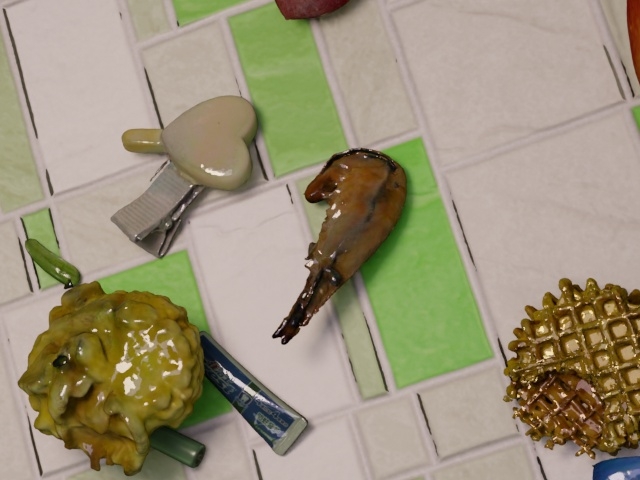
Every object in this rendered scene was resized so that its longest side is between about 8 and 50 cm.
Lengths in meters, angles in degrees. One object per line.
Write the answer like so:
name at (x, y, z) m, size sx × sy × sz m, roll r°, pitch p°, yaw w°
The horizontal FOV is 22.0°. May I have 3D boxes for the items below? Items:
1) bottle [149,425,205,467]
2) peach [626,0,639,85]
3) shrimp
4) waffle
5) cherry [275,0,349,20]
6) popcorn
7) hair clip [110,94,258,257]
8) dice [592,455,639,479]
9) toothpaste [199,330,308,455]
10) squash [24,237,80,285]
bottle at (-0.176, 0.235, 1.919) m, size 0.083 × 0.030 × 0.030 m, roll 23°, pitch 84°, yaw 17°
peach at (0.496, -0.247, 1.726) m, size 0.370 × 0.370 × 0.370 m, roll -3°, pitch 77°, yaw 12°
shrimp at (0.006, 0.008, 1.914) m, size 0.117 × 0.066 × 0.262 m, roll 28°, pitch 70°, yaw 31°
waffle at (0.300, 0.141, 1.812) m, size 0.193 × 0.070 × 0.197 m, roll 10°, pitch 80°, yaw 14°
cherry at (0.020, -0.358, 1.980) m, size 0.107 × 0.090 × 0.225 m, roll 30°, pitch 80°, yaw 29°
popcorn at (-0.237, 0.150, 1.867) m, size 0.218 × 0.169 × 0.189 m, roll -2°, pitch 49°, yaw 32°
hair clip at (-0.166, -0.091, 1.976) m, size 0.159 × 0.071 × 0.218 m, roll 38°, pitch 84°, yaw 20°
dice at (0.356, 0.301, 1.725) m, size 0.146 × 0.146 × 0.143 m, roll -2°, pitch 75°, yaw 13°
toothpaste at (-0.098, 0.166, 1.916) m, size 0.197 × 0.035 × 0.057 m, roll 43°, pitch 105°, yaw 16°
squash at (-0.328, 0.027, 2.003) m, size 0.089 × 0.027 × 0.027 m, roll 33°, pitch 86°, yaw 19°
